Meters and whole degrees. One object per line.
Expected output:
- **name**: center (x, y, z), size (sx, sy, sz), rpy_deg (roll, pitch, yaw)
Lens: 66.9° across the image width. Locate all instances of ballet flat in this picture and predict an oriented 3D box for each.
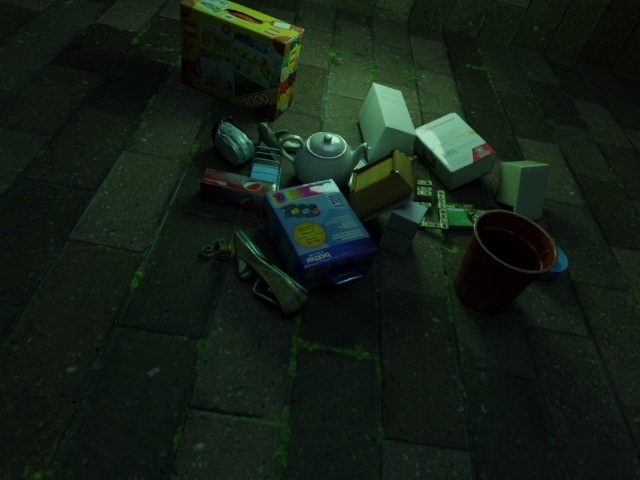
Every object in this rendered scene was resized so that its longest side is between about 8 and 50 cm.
- **ballet flat**: center (-0.184, 0.101, 1.503), size (0.123, 0.123, 0.348), rpy_deg (-30, 58, -36)

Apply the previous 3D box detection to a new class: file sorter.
- **file sorter**: center (-0.210, -0.267, 1.851), size (0.118, 0.104, 0.170), rpy_deg (9, 44, -8)

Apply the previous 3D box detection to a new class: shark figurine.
- **shark figurine**: center (-0.154, -0.382, 2.009), size (0.278, 0.166, 0.116), rpy_deg (13, 68, -27)

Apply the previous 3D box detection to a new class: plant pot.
- **plant pot**: center (0.584, 0.086, 1.603), size (0.272, 0.265, 0.272), rpy_deg (8, 46, -8)

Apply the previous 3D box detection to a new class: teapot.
- **teapot**: center (0.013, -0.329, 1.864), size (0.256, 0.187, 0.252), rpy_deg (-33, 60, -27)

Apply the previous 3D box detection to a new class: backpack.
- **backpack**: center (-0.344, -0.379, 1.914), size (0.182, 0.152, 0.115), rpy_deg (41, 65, 19)

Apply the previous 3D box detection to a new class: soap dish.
- **soap dish**: center (0.214, -0.203, 1.727), size (0.229, 0.118, 0.291), rpy_deg (-25, 22, 20)

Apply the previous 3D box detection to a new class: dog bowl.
- **dog bowl**: center (0.765, 0.054, 1.821), size (0.297, 0.074, 0.166), rpy_deg (19, 44, 5)

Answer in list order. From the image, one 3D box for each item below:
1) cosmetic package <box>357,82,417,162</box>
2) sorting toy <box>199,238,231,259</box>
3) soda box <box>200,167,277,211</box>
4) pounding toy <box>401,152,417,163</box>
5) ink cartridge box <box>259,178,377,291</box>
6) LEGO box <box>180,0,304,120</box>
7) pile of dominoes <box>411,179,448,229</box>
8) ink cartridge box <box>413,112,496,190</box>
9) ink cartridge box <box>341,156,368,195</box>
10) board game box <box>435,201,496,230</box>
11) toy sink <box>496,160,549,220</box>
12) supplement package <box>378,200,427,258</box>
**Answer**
- **cosmetic package**: center (0.285, -0.511, 2.151), size (0.155, 0.197, 0.365), rpy_deg (11, 45, -18)
- **sorting toy**: center (-0.338, 0.027, 1.571), size (0.102, 0.042, 0.061), rpy_deg (8, 45, -7)
- **soda box**: center (-0.296, -0.179, 1.756), size (0.263, 0.083, 0.092), rpy_deg (12, 44, -3)
- **pounding toy**: center (0.336, -0.299, 1.972), size (0.100, 0.141, 0.130), rpy_deg (28, 23, 18)
- **ink cartridge box**: center (0.000, 0.000, 1.601), size (0.270, 0.151, 0.395), rpy_deg (-15, 57, -23)
- **LEGO box**: center (-0.358, -0.818, 2.165), size (0.500, 0.372, 0.193), rpy_deg (24, 45, 9)
- **pile of dominoes**: center (0.404, -0.148, 1.923), size (0.196, 0.040, 0.251), rpy_deg (5, 44, 3)
- **ink cartridge box**: center (0.580, -0.393, 2.129), size (0.226, 0.131, 0.306), rpy_deg (-24, 53, -8)
- **ink cartridge box**: center (0.158, -0.276, 2.001), size (0.224, 0.045, 0.223), rpy_deg (-22, 56, -32)
- **board game box**: center (0.605, -0.094, 1.955), size (0.260, 0.030, 0.136), rpy_deg (3, 48, -13)
- **toy sink**: center (0.843, -0.210, 2.041), size (0.153, 0.234, 0.131), rpy_deg (-8, 20, -21)
- **supplement package**: center (0.289, -0.046, 1.713), size (0.105, 0.179, 0.105), rpy_deg (26, 45, 12)
